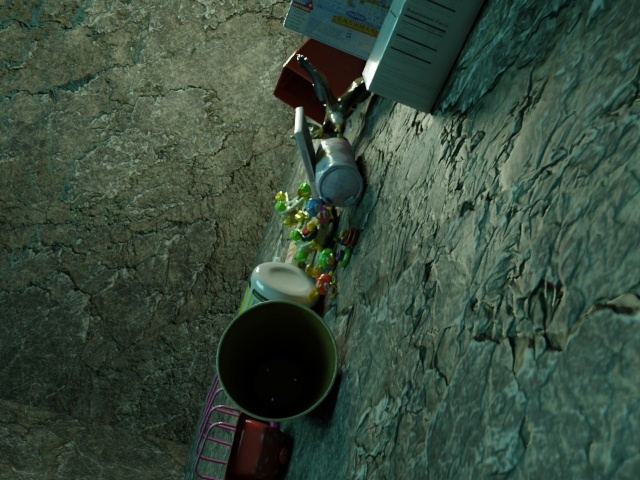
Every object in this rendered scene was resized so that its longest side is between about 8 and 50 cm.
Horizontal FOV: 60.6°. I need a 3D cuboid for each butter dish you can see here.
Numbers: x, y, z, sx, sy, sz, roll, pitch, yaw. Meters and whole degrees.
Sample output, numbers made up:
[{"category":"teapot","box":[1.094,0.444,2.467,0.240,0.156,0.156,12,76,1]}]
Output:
[{"category":"butter dish","box":[-0.128,0.485,1.255,0.160,0.118,0.160,50,-135,-53]}]

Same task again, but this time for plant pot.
[{"category":"plant pot","box":[0.017,-0.592,1.961,0.236,0.267,0.267,-62,9,-13]},{"category":"plant pot","box":[-0.093,0.281,1.175,0.254,0.237,0.237,101,-178,-64]}]

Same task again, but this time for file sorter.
[{"category":"file sorter","box":[-0.233,0.506,1.535,0.291,0.182,0.202,-100,31,-68]}]

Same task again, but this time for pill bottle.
[{"category":"pill bottle","box":[-0.137,0.241,1.471,0.188,0.188,0.334,-96,26,-65]}]

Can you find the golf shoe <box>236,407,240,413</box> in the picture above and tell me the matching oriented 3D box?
[{"category":"golf shoe","box":[-0.222,0.486,1.838,0.094,0.077,0.198,-33,45,56]}]

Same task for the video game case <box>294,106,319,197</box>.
[{"category":"video game case","box":[-0.035,-0.247,1.523,0.212,0.023,0.193,-92,-13,-59]}]

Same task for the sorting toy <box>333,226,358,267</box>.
[{"category":"sorting toy","box":[0.054,0.010,1.299,0.061,0.042,0.102,-103,33,-70]}]

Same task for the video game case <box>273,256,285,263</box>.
[{"category":"video game case","box":[-0.144,0.176,1.840,0.183,0.023,0.201,52,-130,-67]}]

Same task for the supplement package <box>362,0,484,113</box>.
[{"category":"supplement package","box":[0.190,-0.391,1.038,0.139,0.133,0.244,-90,21,-59]}]

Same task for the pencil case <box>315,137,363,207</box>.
[{"category":"pencil case","box":[0.048,-0.185,1.458,0.113,0.124,0.273,-47,20,19]}]

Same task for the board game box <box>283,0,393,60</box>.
[{"category":"board game box","box":[0.119,-0.564,1.195,0.066,0.318,0.318,-99,30,-68]}]

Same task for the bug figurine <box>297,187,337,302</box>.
[{"category":"bug figurine","box":[0.000,0.000,1.349,0.216,0.072,0.279,-69,-27,-75]}]

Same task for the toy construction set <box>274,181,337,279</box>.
[{"category":"toy construction set","box":[-0.053,-0.025,1.582,0.215,0.151,0.328,-21,57,38]}]

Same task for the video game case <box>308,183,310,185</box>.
[{"category":"video game case","box":[-0.041,-0.138,2.063,0.274,0.026,0.196,-85,17,-47]}]

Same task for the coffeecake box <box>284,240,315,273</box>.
[{"category":"coffeecake box","box":[-0.079,0.094,1.748,0.142,0.068,0.185,147,140,-72]}]

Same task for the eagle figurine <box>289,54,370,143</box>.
[{"category":"eagle figurine","box":[0.049,-0.409,1.595,0.225,0.226,0.298,47,147,31]}]
